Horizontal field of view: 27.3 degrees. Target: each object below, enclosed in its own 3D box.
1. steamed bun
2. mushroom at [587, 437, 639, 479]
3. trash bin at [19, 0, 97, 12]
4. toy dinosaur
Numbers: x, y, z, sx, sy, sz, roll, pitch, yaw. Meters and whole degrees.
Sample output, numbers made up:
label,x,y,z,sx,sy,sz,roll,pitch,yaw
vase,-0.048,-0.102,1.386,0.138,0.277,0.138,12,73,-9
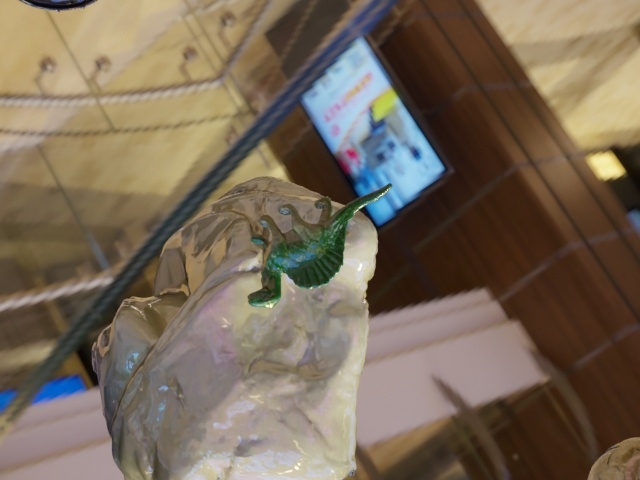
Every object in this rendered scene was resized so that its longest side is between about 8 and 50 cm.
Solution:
label,x,y,z,sx,sy,sz,roll,pitch,yaw
steamed bun,-0.078,0.088,1.061,0.207,0.280,0.268,9,171,-9
mushroom,0.376,0.279,1.481,0.154,0.154,0.123,-18,123,-36
trash bin,-0.383,-0.462,1.820,0.277,0.262,0.217,-33,127,-4
toy dinosaur,-0.001,0.000,0.877,0.119,0.060,0.029,-26,159,2
